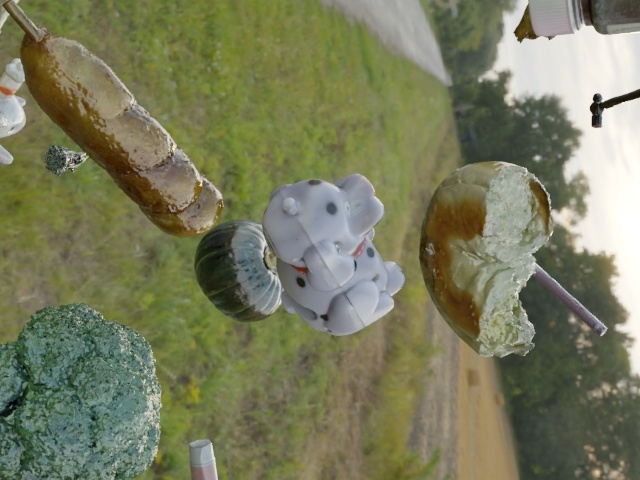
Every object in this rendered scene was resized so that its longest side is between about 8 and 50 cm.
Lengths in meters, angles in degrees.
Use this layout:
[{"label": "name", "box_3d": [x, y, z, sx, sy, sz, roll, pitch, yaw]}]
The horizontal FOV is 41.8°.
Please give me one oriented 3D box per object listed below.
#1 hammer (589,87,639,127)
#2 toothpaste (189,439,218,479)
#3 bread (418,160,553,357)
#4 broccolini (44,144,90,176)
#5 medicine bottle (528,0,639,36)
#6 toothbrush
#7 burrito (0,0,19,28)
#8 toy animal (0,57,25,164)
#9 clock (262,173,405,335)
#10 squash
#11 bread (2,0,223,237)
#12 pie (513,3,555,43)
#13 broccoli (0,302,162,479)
[{"label": "hammer", "box_3d": [0.518, -0.237, 1.408, 0.178, 0.021, 0.065, 166, -67, -66]}, {"label": "toothpaste", "box_3d": [-0.196, 0.443, 1.448, 0.043, 0.067, 0.194, -24, 111, -65]}, {"label": "bread", "box_3d": [0.257, 0.022, 1.351, 0.171, 0.192, 0.314, -17, 108, -34]}, {"label": "broccolini", "box_3d": [-0.300, -0.109, 1.048, 0.035, 0.030, 0.140, 52, 19, -4]}, {"label": "medicine bottle", "box_3d": [0.472, -0.406, 1.307, 0.165, 0.273, 0.165, 2, 90, -66]}, {"label": "toothbrush", "box_3d": [0.458, 0.071, 1.759, 0.029, 0.024, 0.354, -2, 42, -52]}, {"label": "burrito", "box_3d": [-0.643, -0.516, 1.711, 0.087, 0.226, 0.060, 38, 18, 9]}, {"label": "toy animal", "box_3d": [-0.603, -0.223, 1.544, 0.138, 0.282, 0.140, 23, 59, -55]}, {"label": "clock", "box_3d": [0.003, 0.000, 1.129, 0.254, 0.189, 0.189, 68, 15, -59]}, {"label": "squash", "box_3d": [-0.149, 0.059, 1.668, 0.218, 0.172, 0.218, 48, 7, -8]}, {"label": "bread", "box_3d": [-0.224, -0.119, 0.899, 0.084, 0.124, 0.344, -51, 135, -13]}, {"label": "pie", "box_3d": [0.404, -0.421, 1.478, 0.034, 0.092, 0.170, -10, 128, -56]}, {"label": "broccoli", "box_3d": [-0.316, 0.203, 0.983, 0.270, 0.270, 0.270, -2, 90, -66]}]
